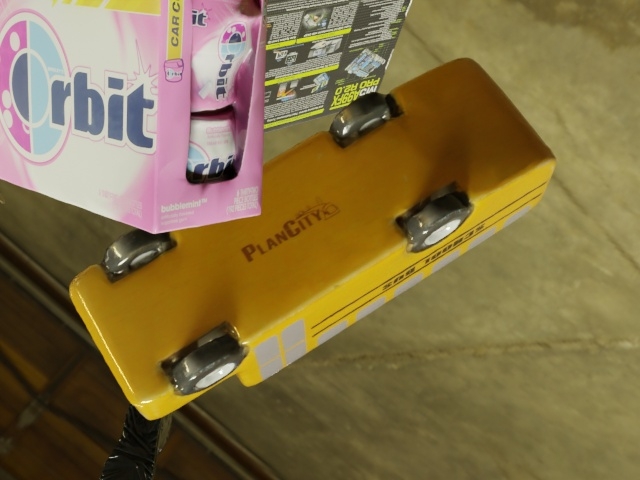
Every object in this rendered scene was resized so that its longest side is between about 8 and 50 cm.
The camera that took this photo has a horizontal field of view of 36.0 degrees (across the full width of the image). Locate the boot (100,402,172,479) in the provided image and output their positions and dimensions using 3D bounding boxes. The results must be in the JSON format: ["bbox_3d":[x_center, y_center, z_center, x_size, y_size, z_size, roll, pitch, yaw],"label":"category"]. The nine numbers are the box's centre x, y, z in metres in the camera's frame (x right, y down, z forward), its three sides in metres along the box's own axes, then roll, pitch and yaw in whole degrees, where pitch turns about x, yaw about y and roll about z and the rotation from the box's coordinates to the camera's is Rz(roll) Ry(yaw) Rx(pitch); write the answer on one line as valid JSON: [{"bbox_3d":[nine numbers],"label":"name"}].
[{"bbox_3d":[-0.168,0.196,0.915,0.045,0.121,0.099,14,163,-1],"label":"boot"}]

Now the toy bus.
[{"bbox_3d":[0.000,0.000,0.695,0.108,0.332,0.130,55,170,18],"label":"toy bus"}]

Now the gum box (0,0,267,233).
[{"bbox_3d":[-0.103,-0.076,0.457,0.188,0.062,0.107,17,111,41],"label":"gum box"}]

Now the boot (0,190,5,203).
[{"bbox_3d":[-0.413,-0.097,0.982,0.305,0.112,0.115,25,144,44],"label":"boot"}]

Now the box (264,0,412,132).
[{"bbox_3d":[-0.019,-0.230,1.106,0.060,0.270,0.216,46,137,27],"label":"box"}]
